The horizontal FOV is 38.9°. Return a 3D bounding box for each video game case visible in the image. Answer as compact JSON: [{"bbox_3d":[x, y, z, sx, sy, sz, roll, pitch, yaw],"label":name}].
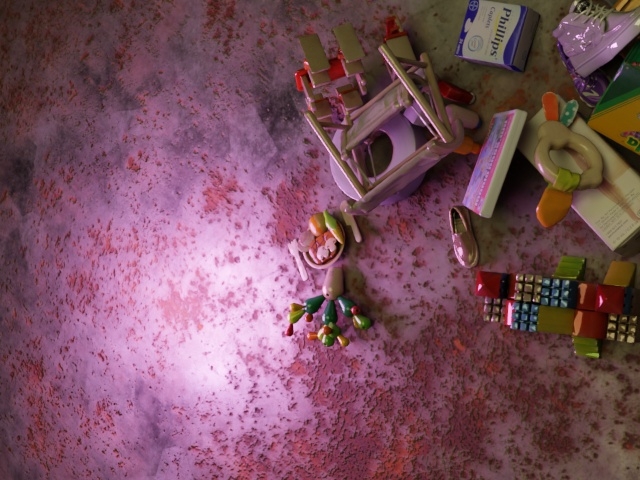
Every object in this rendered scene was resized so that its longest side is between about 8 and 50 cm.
[{"bbox_3d":[0.336,-0.153,1.772,0.025,0.285,0.204,18,97,1],"label":"video game case"}]

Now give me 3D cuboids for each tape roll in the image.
[{"bbox_3d":[0.131,-0.190,2.020,0.219,0.072,0.219,-3,84,33],"label":"tape roll"}]

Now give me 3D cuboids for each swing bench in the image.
[{"bbox_3d":[0.140,-0.220,1.859,0.253,0.165,0.255,-36,70,35],"label":"swing bench"}]

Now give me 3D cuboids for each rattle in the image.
[{"bbox_3d":[0.433,-0.151,1.662,0.130,0.143,0.200,-16,57,-1],"label":"rattle"}]

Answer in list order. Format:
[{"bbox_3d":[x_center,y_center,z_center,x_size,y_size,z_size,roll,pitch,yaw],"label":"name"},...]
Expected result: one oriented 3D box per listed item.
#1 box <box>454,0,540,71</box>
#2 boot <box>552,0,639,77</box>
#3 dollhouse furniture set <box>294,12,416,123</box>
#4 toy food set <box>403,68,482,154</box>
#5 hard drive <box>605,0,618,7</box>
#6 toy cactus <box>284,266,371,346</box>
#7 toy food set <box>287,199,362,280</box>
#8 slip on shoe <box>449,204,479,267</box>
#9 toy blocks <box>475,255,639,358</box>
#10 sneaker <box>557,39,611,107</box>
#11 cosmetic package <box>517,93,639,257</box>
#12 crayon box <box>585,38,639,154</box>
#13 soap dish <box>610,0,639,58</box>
[{"bbox_3d":[0.368,-0.428,1.886,0.137,0.072,0.126,18,96,33],"label":"box"},{"bbox_3d":[0.496,-0.385,1.623,0.095,0.258,0.123,-40,89,-13],"label":"boot"},{"bbox_3d":[0.069,-0.388,1.992,0.259,0.262,0.135,-18,70,-4],"label":"dollhouse furniture set"},{"bbox_3d":[0.264,-0.283,1.939,0.232,0.104,0.111,51,119,39],"label":"toy food set"},{"bbox_3d":[0.557,-0.519,1.734,0.094,0.135,0.022,-43,42,23],"label":"hard drive"},{"bbox_3d":[0.014,0.150,2.056,0.219,0.112,0.180,-3,74,42],"label":"toy cactus"},{"bbox_3d":[0.000,0.000,2.097,0.192,0.038,0.132,-38,57,25],"label":"toy food set"},{"bbox_3d":[0.299,-0.009,1.908,0.051,0.041,0.135,-12,79,32],"label":"slip on shoe"},{"bbox_3d":[0.441,0.119,1.670,0.381,0.261,0.191,6,89,34],"label":"toy blocks"},{"bbox_3d":[0.512,-0.332,1.782,0.068,0.071,0.170,-39,67,25],"label":"sneaker"},{"bbox_3d":[0.518,-0.120,1.711,0.129,0.153,0.296,-47,64,19],"label":"cosmetic package"},{"bbox_3d":[0.630,-0.209,1.584,0.278,0.081,0.165,32,147,10],"label":"crayon box"},{"bbox_3d":[0.674,-0.390,1.653,0.229,0.118,0.291,-50,63,19],"label":"soap dish"}]
